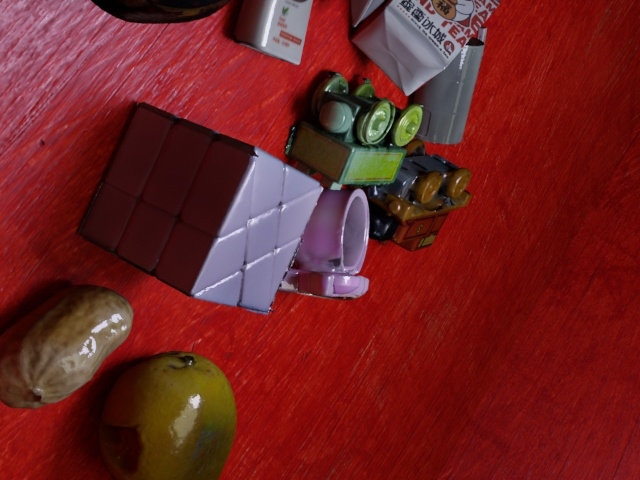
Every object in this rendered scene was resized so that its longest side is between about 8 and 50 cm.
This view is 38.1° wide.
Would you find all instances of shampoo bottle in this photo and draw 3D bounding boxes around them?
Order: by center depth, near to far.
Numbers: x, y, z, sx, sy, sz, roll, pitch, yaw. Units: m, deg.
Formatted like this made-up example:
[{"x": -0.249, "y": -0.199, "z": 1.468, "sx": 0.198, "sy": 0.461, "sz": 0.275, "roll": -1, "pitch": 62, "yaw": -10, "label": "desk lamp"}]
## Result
[{"x": -0.042, "y": -0.426, "z": 1.450, "sx": 0.153, "sy": 0.071, "sz": 0.284, "roll": 0, "pitch": 113, "yaw": -61, "label": "shampoo bottle"}]

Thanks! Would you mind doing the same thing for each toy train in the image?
[{"x": 0.071, "y": -0.199, "z": 1.734, "sx": 0.272, "sy": 0.159, "sz": 0.188, "roll": -6, "pitch": 123, "yaw": -59, "label": "toy train"}, {"x": 0.196, "y": -0.089, "z": 2.033, "sx": 0.369, "sy": 0.163, "sz": 0.231, "roll": -13, "pitch": 131, "yaw": -56, "label": "toy train"}]

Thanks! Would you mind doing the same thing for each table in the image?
[{"x": 0.269, "y": -0.330, "z": 1.996, "sx": 0.126, "sy": 0.126, "sz": 0.219, "roll": -26, "pitch": 132, "yaw": -50, "label": "table"}]

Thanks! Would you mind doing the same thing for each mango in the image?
[{"x": -0.246, "y": 0.340, "z": 1.572, "sx": 0.253, "sy": 0.182, "sz": 0.364, "roll": -47, "pitch": 146, "yaw": -33, "label": "mango"}]

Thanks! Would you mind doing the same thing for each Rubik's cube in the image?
[{"x": -0.168, "y": -0.043, "z": 1.368, "sx": 0.231, "sy": 0.225, "sz": 0.221, "roll": 23, "pitch": 91, "yaw": -62, "label": "Rubik's cube"}]

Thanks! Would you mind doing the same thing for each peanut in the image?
[{"x": -0.358, "y": 0.143, "z": 1.291, "sx": 0.224, "sy": 0.129, "sz": 0.129, "roll": -48, "pitch": 147, "yaw": -33, "label": "peanut"}]

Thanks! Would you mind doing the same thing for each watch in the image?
[{"x": 0.000, "y": 0.000, "z": 1.769, "sx": 0.248, "sy": 0.211, "sz": 0.217, "roll": 22, "pitch": 74, "yaw": -70, "label": "watch"}]

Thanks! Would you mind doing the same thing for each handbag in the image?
[{"x": 0.215, "y": -0.436, "z": 1.739, "sx": 0.298, "sy": 0.171, "sz": 0.151, "roll": -51, "pitch": -170, "yaw": -26, "label": "handbag"}]

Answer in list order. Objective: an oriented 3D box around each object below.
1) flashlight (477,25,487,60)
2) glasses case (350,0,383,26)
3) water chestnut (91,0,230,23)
[{"x": 0.379, "y": -0.465, "z": 2.193, "sx": 0.018, "sy": 0.018, "sz": 0.083, "roll": -33, "pitch": 138, "yaw": -45, "label": "flashlight"}, {"x": 0.111, "y": -0.494, "z": 1.635, "sx": 0.308, "sy": 0.083, "sz": 0.128, "roll": -55, "pitch": 172, "yaw": -46, "label": "glasses case"}, {"x": -0.200, "y": -0.367, "z": 1.123, "sx": 0.224, "sy": 0.238, "sz": 0.223, "roll": -4, "pitch": 102, "yaw": -17, "label": "water chestnut"}]
